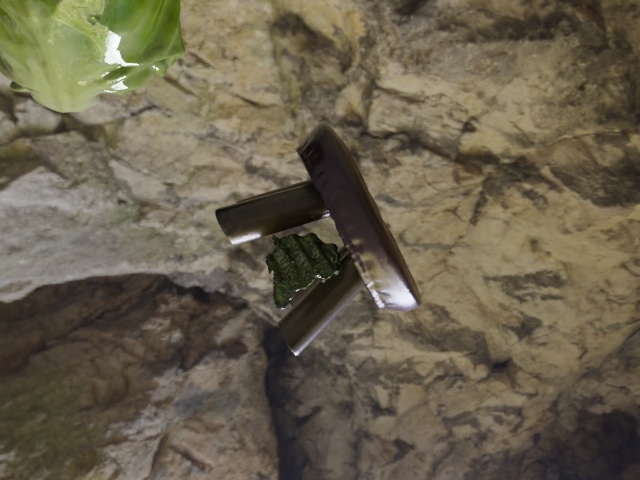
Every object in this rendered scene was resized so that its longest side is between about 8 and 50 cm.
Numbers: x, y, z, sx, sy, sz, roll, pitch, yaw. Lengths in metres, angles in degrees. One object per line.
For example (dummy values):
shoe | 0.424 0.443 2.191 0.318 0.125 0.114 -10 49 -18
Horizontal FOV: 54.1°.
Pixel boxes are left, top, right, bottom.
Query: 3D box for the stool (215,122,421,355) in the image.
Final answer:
stool | 0.000 0.000 0.831 0.178 0.272 0.272 -28 -116 6

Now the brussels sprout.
brussels sprout | -0.355 -0.427 0.872 0.361 0.342 0.426 125 -45 -78

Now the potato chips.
potato chips | -0.018 0.027 0.731 0.207 0.091 0.028 -109 -167 -72
